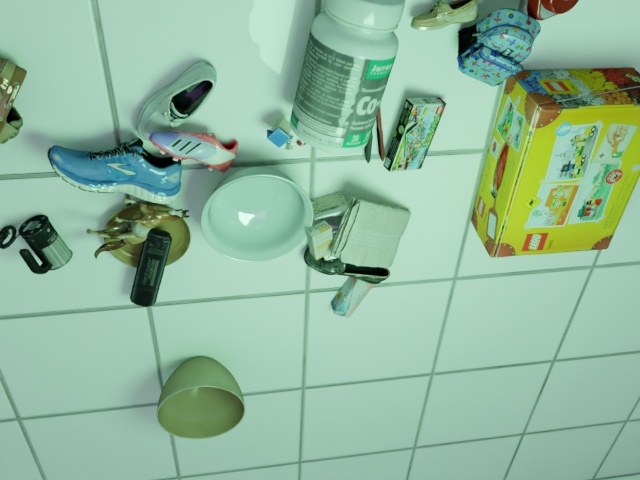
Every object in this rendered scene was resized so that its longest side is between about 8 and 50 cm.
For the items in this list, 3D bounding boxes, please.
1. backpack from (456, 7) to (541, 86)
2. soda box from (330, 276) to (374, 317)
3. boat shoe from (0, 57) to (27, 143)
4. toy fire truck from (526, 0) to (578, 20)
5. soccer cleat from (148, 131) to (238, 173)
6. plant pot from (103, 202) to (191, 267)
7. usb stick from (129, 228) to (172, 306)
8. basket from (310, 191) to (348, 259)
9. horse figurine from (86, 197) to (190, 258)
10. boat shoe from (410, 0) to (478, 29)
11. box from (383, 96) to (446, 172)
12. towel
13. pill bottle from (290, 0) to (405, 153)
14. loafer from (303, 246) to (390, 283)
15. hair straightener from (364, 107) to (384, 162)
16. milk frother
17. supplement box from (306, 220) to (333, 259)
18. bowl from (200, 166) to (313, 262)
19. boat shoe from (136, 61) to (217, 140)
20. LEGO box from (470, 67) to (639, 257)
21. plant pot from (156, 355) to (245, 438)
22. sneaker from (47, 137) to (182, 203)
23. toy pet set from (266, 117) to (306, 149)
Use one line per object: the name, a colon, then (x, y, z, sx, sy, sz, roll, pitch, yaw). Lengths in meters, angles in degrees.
backpack: (0.430, -0.464, 1.565, 0.158, 0.117, 0.173, 18, 160, -25)
soda box: (0.106, 0.164, 2.110, 0.063, 0.058, 0.183, 18, 123, -25)
boat shoe: (-0.751, -0.271, 1.515, 0.116, 0.123, 0.324, 13, 128, -25)
toy fire truck: (0.556, -0.656, 1.458, 0.254, 0.169, 0.302, -25, 134, -16)
soccer cleat: (-0.312, -0.239, 1.637, 0.248, 0.083, 0.095, 16, 108, -46)
plant pot: (-0.483, -0.017, 1.845, 0.236, 0.032, 0.236, -6, 131, -7)
usb stick: (-0.485, 0.083, 1.879, 0.077, 0.045, 0.278, 14, 126, -14)
basket: (0.040, -0.044, 1.888, 0.113, 0.103, 0.167, -16, 132, 1)
horse figurine: (-0.493, -0.037, 1.729, 0.263, 0.066, 0.174, -34, 156, 31)
boat shoe: (0.292, -0.541, 1.552, 0.170, 0.063, 0.059, -17, 129, -11)
box: (0.249, -0.281, 1.754, 0.114, 0.036, 0.207, -10, 135, -30)
towel: (0.150, -0.018, 1.870, 0.282, 0.049, 0.187, 7, 108, -49)
pill bottle: (0.061, -0.402, 1.521, 0.204, 0.204, 0.361, 4, 129, -15)
loafer: (0.085, 0.066, 1.976, 0.267, 0.096, 0.084, 15, 170, -17)
hair straightener: (0.120, -0.297, 1.724, 0.089, 0.047, 0.230, -10, 137, -3)
milk frother: (-0.775, 0.014, 1.778, 0.143, 0.129, 0.135, 15, 141, 33)
supplement box: (0.000, 0.000, 1.804, 0.062, 0.036, 0.098, -28, 141, -17)
bowl: (-0.175, -0.092, 1.780, 0.297, 0.134, 0.298, -6, 130, -7)
boat shoe: (-0.350, -0.322, 1.578, 0.095, 0.084, 0.258, 33, 116, -33)
LEGO box: (0.668, -0.205, 1.828, 0.372, 0.193, 0.500, -3, 131, -10)
plant pot: (-0.399, 0.501, 2.198, 0.284, 0.191, 0.284, -6, 130, -7)
sneaker: (-0.504, -0.198, 1.642, 0.330, 0.130, 0.147, 8, 118, -27)
toy pet set: (-0.073, -0.253, 1.670, 0.114, 0.122, 0.065, 35, 74, -29)
